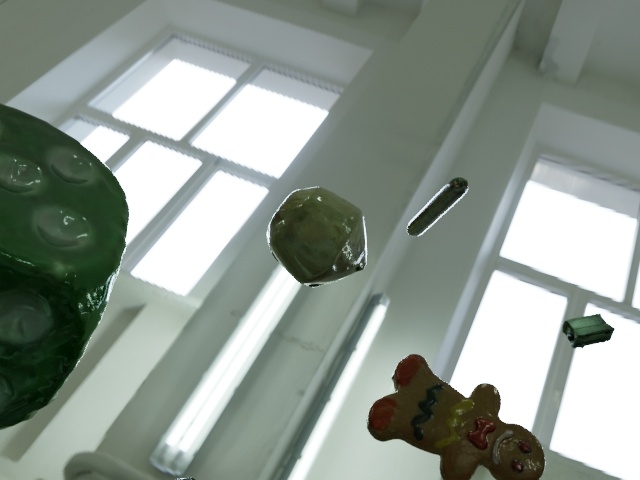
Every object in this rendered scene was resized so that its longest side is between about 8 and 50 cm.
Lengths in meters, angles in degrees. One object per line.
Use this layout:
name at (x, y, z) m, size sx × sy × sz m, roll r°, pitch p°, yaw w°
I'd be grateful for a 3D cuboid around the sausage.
sausage at (0.191, -0.052, 1.263) m, size 0.033 × 0.032 × 0.269 m, roll 33°, pitch -19°, yaw 0°

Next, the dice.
dice at (-0.416, 0.027, 0.887) m, size 0.300 × 0.287 × 0.297 m, roll 26°, pitch -63°, yaw -26°

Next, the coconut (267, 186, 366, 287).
coconut at (0.000, 0.000, 1.617) m, size 0.224 × 0.224 × 0.224 m, roll 17°, pitch -44°, yaw 17°

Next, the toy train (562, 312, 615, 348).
toy train at (0.506, 0.170, 1.431) m, size 0.093 × 0.056 × 0.038 m, roll -10°, pitch -48°, yaw -14°

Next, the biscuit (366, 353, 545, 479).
biscuit at (0.201, 0.262, 1.068) m, size 0.250 × 0.165 × 0.036 m, roll 28°, pitch -32°, yaw 12°

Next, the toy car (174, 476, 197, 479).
toy car at (-0.192, 0.470, 1.272) m, size 0.205 × 0.095 × 0.056 m, roll 14°, pitch -11°, yaw 43°
